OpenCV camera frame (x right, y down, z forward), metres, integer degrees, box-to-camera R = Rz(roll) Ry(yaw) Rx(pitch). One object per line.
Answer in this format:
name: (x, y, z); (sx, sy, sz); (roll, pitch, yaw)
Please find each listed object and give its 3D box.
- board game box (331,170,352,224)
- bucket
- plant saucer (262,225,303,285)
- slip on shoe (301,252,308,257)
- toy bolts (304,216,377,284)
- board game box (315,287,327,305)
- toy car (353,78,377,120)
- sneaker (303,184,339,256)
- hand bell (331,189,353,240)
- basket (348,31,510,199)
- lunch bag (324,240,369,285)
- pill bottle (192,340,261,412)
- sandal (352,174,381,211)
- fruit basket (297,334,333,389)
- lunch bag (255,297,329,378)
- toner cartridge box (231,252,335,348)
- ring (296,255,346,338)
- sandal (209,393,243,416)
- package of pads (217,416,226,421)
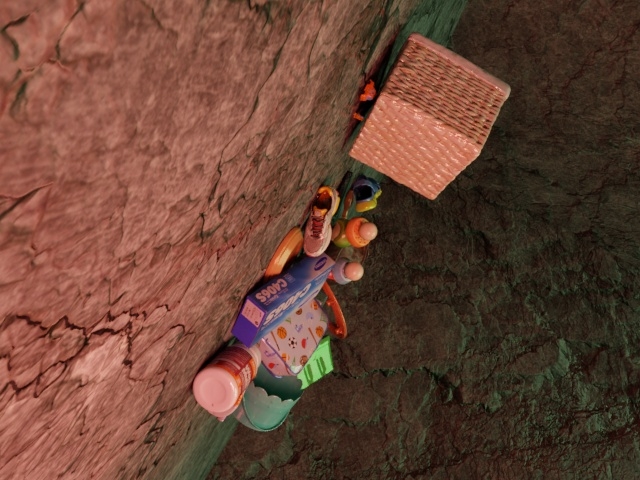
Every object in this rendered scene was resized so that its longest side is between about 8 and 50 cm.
board game box: (0.079, -0.162, 1.869); (0.126, 0.026, 0.186); (94, 17, -75)
bucket: (-0.224, 0.593, 1.902); (0.183, 0.281, 0.281); (-58, 175, 15)
plant saucer: (-0.104, 0.053, 1.437); (0.200, 0.037, 0.200); (-60, 174, -11)
slip on shoe: (-0.065, 0.083, 1.892); (0.041, 0.052, 0.135); (-14, 162, -21)
toy bolts: (0.068, 0.024, 1.556); (0.158, 0.218, 0.229); (-3, -102, 52)
board game box: (-0.061, 0.310, 2.453); (0.142, 0.144, 0.275); (-61, 173, 9)
toy car: (0.129, -0.383, 1.335); (0.060, 0.040, 0.122); (-58, 173, -22)
sneaker: (-0.008, -0.062, 1.470); (0.092, 0.087, 0.226); (32, 70, -74)
hand bell: (0.116, -0.119, 2.253); (0.126, 0.126, 0.242); (-46, 153, -67)
basket: (0.304, -0.341, 1.410); (0.267, 0.331, 0.328); (-63, -178, -25)
lunch bag: (0.115, 0.072, 2.427); (0.235, 0.169, 0.287); (-18, -143, 58)
pill bottle: (-0.242, 0.355, 1.304); (0.121, 0.121, 0.221); (-62, 173, 15)
sandal: (0.217, -0.254, 2.314); (0.317, 0.126, 0.138); (-76, 151, -66)
fruit basket: (-0.146, 0.505, 2.258); (0.283, 0.392, 0.392); (-24, -152, 55)
lunch bag: (-0.109, 0.274, 1.586); (0.114, 0.243, 0.303); (-24, -158, 39)
toner cartridge box: (-0.101, 0.163, 1.428); (0.347, 0.075, 0.165); (-33, 158, -50)
ring: (-0.009, 0.210, 1.756); (0.032, 0.337, 0.337); (-28, 163, -16)
sandal: (-0.269, 0.442, 1.567); (0.265, 0.101, 0.076); (-62, 171, -9)
package of pads: (-0.409, 0.738, 2.094); (0.083, 0.031, 0.050); (-59, 171, -14)
